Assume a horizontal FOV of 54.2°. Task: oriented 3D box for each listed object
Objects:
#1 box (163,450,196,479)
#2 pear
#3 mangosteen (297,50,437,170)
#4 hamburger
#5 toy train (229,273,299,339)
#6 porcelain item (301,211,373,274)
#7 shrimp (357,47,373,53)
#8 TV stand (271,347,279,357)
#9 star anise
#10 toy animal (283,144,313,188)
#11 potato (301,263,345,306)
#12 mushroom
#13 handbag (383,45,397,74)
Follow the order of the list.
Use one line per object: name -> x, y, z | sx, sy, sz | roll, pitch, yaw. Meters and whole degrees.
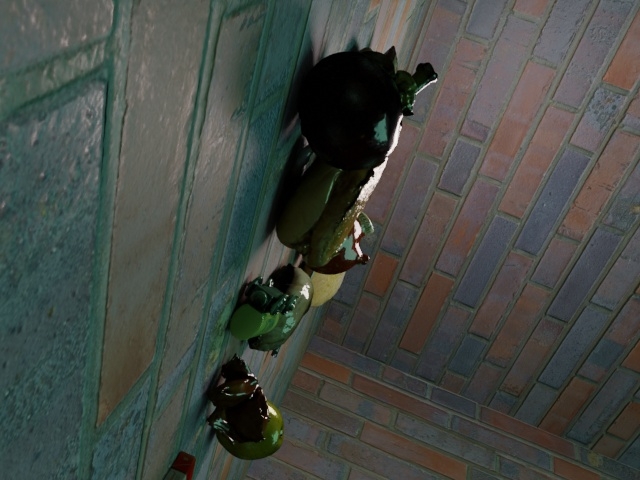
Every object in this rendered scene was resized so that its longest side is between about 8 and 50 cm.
box -> -0.336, 0.567, 1.405 | 0.152, 0.048, 0.100 | -64, 175, -54
pear -> -0.201, 0.538, 1.803 | 0.198, 0.198, 0.198 | 22, 90, -84
mangosteen -> 0.097, -0.264, 1.214 | 0.231, 0.289, 0.231 | -20, 90, -87
hamburger -> 0.027, -0.102, 1.475 | 0.284, 0.174, 0.304 | -54, -173, 33
toy train -> -0.143, 0.172, 1.498 | 0.157, 0.105, 0.253 | -55, 172, 0
porcelain item -> 0.062, 0.004, 2.052 | 0.253, 0.253, 0.252 | 22, 90, -84
shrimp -> 0.102, -0.438, 1.681 | 0.154, 0.062, 0.294 | -57, 174, 15
TV stand -> -0.131, 0.318, 2.341 | 0.036, 0.042, 0.249 | 91, 22, -80
star anise -> -0.202, 0.419, 1.550 | 0.346, 0.148, 0.237 | 103, -32, -53
toy animal -> 0.025, -0.273, 1.399 | 0.324, 0.090, 0.195 | -62, -179, -33
potato -> -0.011, 0.119, 2.330 | 0.299, 0.116, 0.239 | -16, 131, -61
mushroom -> -0.101, 0.200, 1.776 | 0.344, 0.130, 0.247 | -33, 140, -79
handbag -> 0.166, -0.436, 1.893 | 0.213, 0.127, 0.235 | 109, 4, -64
